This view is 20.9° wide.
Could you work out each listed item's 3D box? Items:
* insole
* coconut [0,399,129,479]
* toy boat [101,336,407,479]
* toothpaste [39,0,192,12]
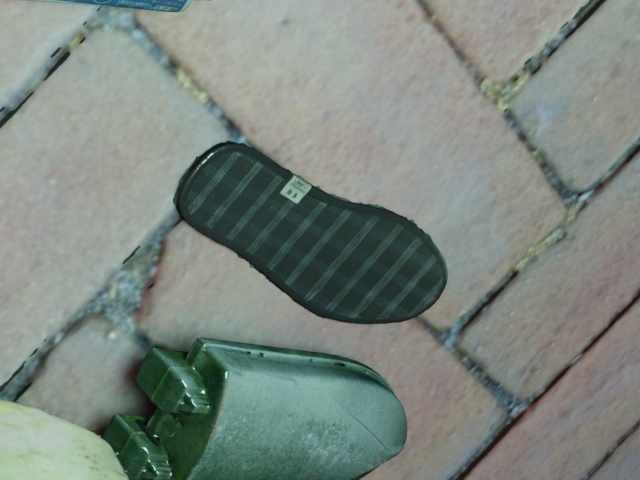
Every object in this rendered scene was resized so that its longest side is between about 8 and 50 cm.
[{"bbox_3d":[0.000,0.000,1.368,0.110,0.012,0.309,-50,137,7],"label":"insole"},{"bbox_3d":[-0.236,0.243,1.235,0.241,0.241,0.241,-20,132,-24],"label":"coconut"},{"bbox_3d":[-0.032,0.152,1.408,0.320,0.092,0.141,12,113,-49],"label":"toy boat"},{"bbox_3d":[-0.150,-0.171,1.109,0.197,0.035,0.057,3,111,-35],"label":"toothpaste"}]
